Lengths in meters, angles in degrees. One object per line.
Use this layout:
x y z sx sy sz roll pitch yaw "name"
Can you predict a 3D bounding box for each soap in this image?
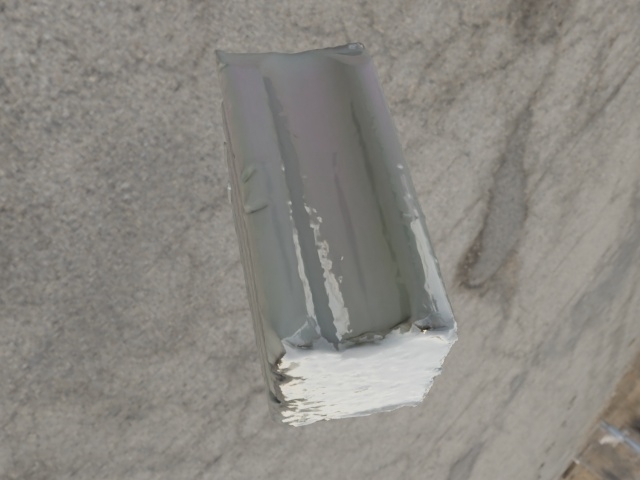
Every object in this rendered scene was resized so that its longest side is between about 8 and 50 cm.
0.000 0.000 0.990 0.213 0.435 0.350 -7 148 -9 "soap"
